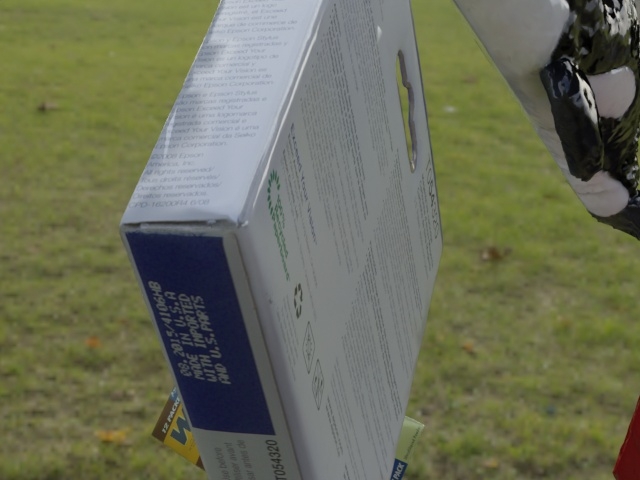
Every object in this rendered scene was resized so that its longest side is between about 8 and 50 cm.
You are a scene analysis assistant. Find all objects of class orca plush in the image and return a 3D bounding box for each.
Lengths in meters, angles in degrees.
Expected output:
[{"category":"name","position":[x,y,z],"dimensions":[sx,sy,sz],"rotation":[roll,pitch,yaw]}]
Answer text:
[{"category":"orca plush","position":[0.123,-0.091,0.552],"dimensions":[0.102,0.287,0.151],"rotation":[-34,39,9]}]

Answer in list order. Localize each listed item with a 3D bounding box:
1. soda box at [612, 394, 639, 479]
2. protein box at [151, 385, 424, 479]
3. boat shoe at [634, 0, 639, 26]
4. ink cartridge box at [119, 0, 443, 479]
[{"category":"soda box","position":[0.249,0.067,0.481],"dimensions":[0.263,0.083,0.092],"rotation":[-12,49,-13]},{"category":"protein box","position":[-0.039,0.203,1.411],"dimensions":[0.201,0.136,0.200],"rotation":[27,-7,-24]},{"category":"boat shoe","position":[0.268,-0.283,0.994],"dimensions":[0.116,0.324,0.097],"rotation":[17,-10,12]},{"category":"ink cartridge box","position":[0.000,0.000,0.761],"dimensions":[0.071,0.324,0.330],"rotation":[1,43,15]}]
